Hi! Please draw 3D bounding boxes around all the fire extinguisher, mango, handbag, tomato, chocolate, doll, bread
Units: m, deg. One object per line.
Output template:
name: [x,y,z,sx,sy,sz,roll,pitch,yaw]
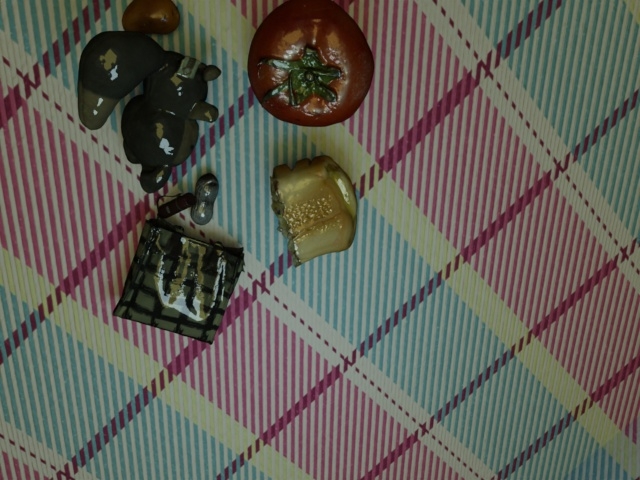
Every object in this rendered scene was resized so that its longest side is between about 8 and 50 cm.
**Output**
fire extinguisher: [-0.450,-0.107,1.472,0.157,0.045,0.078,-20,93,30]
mango: [-0.461,-0.608,1.309,0.159,0.084,0.105,-10,103,-5]
handbag: [-0.425,0.129,1.500,0.325,0.162,0.327,20,106,-17]
tomato: [-0.028,-0.474,1.324,0.341,0.273,0.342,-2,121,-3]
chocolate: [-0.353,-0.126,1.483,0.072,0.072,0.167,11,108,-12]
doll: [-0.475,-0.345,1.280,0.378,0.252,0.382,16,110,-44]
bread: [-0.021,-0.106,1.476,0.270,0.211,0.316,-23,113,-11]
